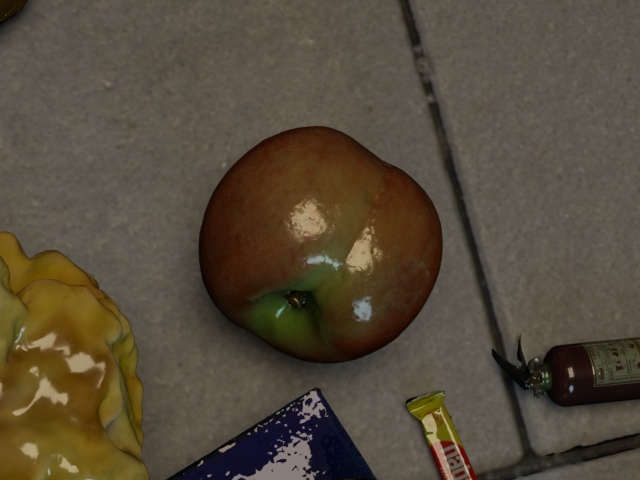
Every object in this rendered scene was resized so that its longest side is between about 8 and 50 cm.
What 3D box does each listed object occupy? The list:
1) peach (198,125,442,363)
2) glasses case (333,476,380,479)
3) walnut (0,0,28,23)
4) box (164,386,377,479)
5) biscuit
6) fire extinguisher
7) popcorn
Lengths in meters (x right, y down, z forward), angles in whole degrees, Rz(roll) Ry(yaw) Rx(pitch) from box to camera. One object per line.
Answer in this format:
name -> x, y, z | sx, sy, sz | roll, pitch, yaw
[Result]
peach -> 0.000, 0.000, 1.397 | 0.252, 0.252, 0.252 | 3, 72, -9
glasses case -> 0.037, 0.359, 1.253 | 0.103, 0.067, 0.266 | 2, 77, -11
walnut -> -0.424, -0.283, 1.465 | 0.245, 0.137, 0.137 | -24, 78, -17
box -> -0.043, 0.337, 1.341 | 0.261, 0.116, 0.279 | -30, 82, -18
biscuit -> 0.168, 0.300, 1.434 | 0.048, 0.026, 0.292 | -24, 77, 3
fire extinguisher -> 0.311, 0.138, 1.495 | 0.231, 0.071, 0.099 | -3, 45, -10
popcorn -> -0.337, 0.187, 1.226 | 0.390, 0.354, 0.344 | -44, 85, 22
